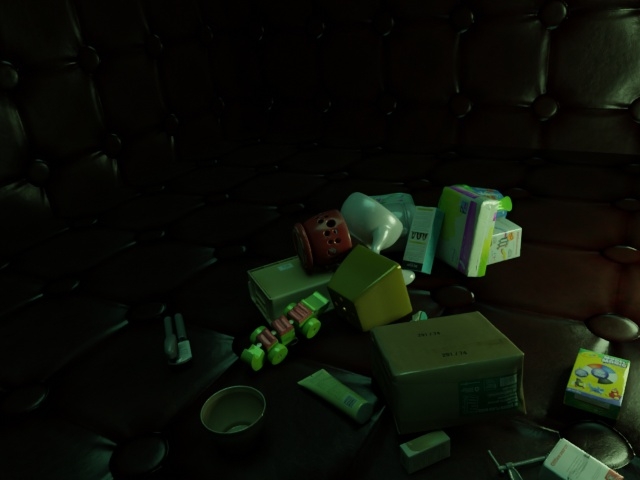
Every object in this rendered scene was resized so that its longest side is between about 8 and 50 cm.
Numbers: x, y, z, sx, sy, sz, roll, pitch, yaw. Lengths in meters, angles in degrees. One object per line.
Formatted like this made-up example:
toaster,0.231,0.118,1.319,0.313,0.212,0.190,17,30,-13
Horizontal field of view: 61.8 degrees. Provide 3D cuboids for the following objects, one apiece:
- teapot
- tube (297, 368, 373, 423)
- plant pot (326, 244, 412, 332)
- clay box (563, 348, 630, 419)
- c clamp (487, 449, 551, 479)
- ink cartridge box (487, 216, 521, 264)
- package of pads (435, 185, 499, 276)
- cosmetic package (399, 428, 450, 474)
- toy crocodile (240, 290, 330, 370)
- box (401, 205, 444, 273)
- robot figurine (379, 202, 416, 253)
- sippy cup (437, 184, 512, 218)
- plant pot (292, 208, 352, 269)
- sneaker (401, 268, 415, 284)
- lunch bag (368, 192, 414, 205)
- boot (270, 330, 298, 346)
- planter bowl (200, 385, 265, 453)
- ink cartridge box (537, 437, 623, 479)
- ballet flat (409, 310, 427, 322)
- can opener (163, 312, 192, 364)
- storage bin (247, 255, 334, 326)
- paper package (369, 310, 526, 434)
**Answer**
teapot,0.157,-0.041,1.939,0.252,0.187,0.256,36,-2,15
tube,0.043,0.417,1.456,0.070,0.062,0.240,30,-7,-40
plant pot,0.148,0.175,1.771,0.187,0.212,0.212,-36,36,-23
clay box,0.733,0.364,1.410,0.127,0.053,0.222,12,32,31
c clamp,0.477,0.511,1.199,0.160,0.022,0.137,-7,27,-3
ink cartridge box,0.668,0.001,2.077,0.176,0.128,0.127,-14,27,-15
package of pads,0.532,-0.039,1.997,0.101,0.297,0.229,-4,22,-25
cosmetic package,0.244,0.491,1.249,0.115,0.060,0.041,-14,27,-19
toy crocodile,-0.108,0.273,1.652,0.340,0.105,0.115,-36,57,-24
box,0.386,-0.003,2.014,0.060,0.245,0.100,17,-4,-41
robot figurine,0.275,-0.048,2.180,0.352,0.200,0.300,-5,12,0
sippy cup,0.655,-0.126,2.258,0.223,0.240,0.305,-8,33,-30
plant pot,0.000,0.000,1.882,0.173,0.191,0.191,-14,27,-11
sneaker,0.243,0.120,1.967,0.212,0.094,0.080,-6,25,-1
lunch bag,0.293,-0.142,2.473,0.278,0.108,0.224,-3,26,6
boot,-0.105,0.304,1.736,0.118,0.042,0.086,-28,40,-36
planter bowl,-0.212,0.463,1.348,0.161,0.109,0.162,-4,26,2
ink cartridge box,0.549,0.504,1.135,0.099,0.056,0.135,-27,44,-37
ballet flat,0.300,0.284,1.686,0.052,0.057,0.168,-25,12,28
can opener,-0.470,0.313,1.743,0.074,0.093,0.280,-14,22,-13
storage bin,-0.100,0.168,1.913,0.262,0.123,0.260,-17,27,-21
paper package,0.314,0.331,1.383,0.324,0.168,0.309,-8,14,-4
